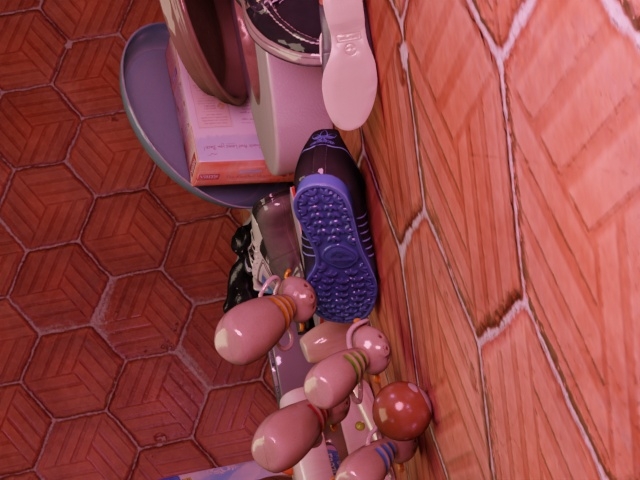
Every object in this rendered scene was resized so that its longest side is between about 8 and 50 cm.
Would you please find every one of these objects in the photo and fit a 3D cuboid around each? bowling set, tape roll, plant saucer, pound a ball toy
[{"bbox_3d":[0.040,0.169,1.196,0.154,0.200,0.287,-30,-70,-57],"label":"bowling set"},{"bbox_3d":[-0.059,-0.273,1.509,0.392,0.072,0.392,169,90,-84],"label":"tape roll"},{"bbox_3d":[-0.174,-0.177,1.833,0.043,0.317,0.317,-34,57,34],"label":"plant saucer"},{"bbox_3d":[-0.157,-0.308,1.642,0.278,0.041,0.278,-15,-90,-77],"label":"plant saucer"},{"bbox_3d":[0.016,0.276,1.457,0.208,0.135,0.319,90,167,-60],"label":"pound a ball toy"},{"bbox_3d":[-0.051,0.220,2.233,0.219,0.072,0.219,169,90,-84],"label":"tape roll"}]

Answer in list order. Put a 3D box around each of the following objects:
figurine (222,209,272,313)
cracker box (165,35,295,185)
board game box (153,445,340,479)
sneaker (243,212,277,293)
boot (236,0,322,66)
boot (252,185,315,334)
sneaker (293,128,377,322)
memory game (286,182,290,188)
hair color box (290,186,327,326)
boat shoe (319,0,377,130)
[{"bbox_3d":[-0.123,0.006,2.347,0.215,0.092,0.209,-80,-4,-50],"label":"figurine"},{"bbox_3d":[-0.121,-0.191,1.757,0.067,0.155,0.232,117,145,-55],"label":"cracker box"},{"bbox_3d":[-0.081,0.399,1.695,0.319,0.318,0.066,-120,21,-70],"label":"board game box"},{"bbox_3d":[-0.096,0.023,2.163,0.237,0.086,0.085,80,175,-56],"label":"sneaker"},{"bbox_3d":[-0.031,-0.287,1.179,0.236,0.085,0.178,-123,30,-45],"label":"boot"},{"bbox_3d":[-0.030,0.033,1.817,0.246,0.083,0.161,89,158,-65],"label":"boot"},{"bbox_3d":[0.019,-0.011,1.274,0.232,0.081,0.090,82,-168,-50],"label":"sneaker"},{"bbox_3d":[-0.061,-0.075,2.103,0.186,0.012,0.186,169,90,-84],"label":"memory game"},{"bbox_3d":[0.004,0.023,1.518,0.093,0.053,0.167,91,168,-65],"label":"hair color box"},{"bbox_3d":[0.021,-0.165,1.080,0.043,0.049,0.137,-111,14,-73],"label":"boat shoe"}]
